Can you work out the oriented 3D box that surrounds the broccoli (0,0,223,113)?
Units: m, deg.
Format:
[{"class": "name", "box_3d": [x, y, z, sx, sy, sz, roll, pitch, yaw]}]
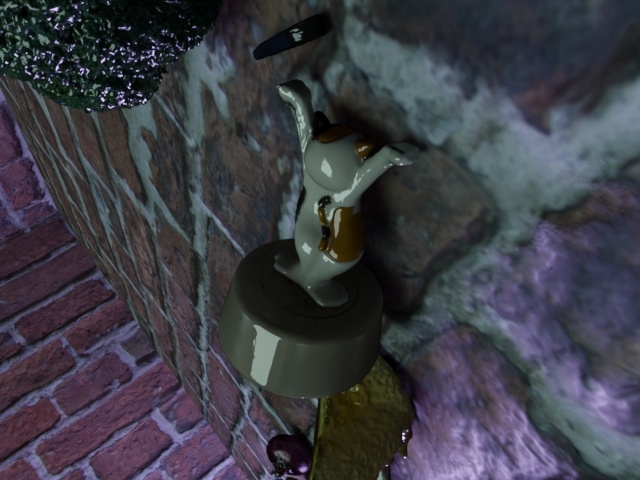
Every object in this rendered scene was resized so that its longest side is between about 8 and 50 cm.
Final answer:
[{"class": "broccoli", "box_3d": [-0.228, -0.277, 0.504, 0.297, 0.297, 0.298, -111, 7, -50]}]

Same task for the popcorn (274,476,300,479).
[{"class": "popcorn", "box_3d": [-0.064, 0.729, 1.432, 0.276, 0.226, 0.276, 19, 161, 7]}]

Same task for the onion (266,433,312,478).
[{"class": "onion", "box_3d": [-0.074, 0.495, 1.306, 0.115, 0.104, 0.115, 26, 145, 20]}]

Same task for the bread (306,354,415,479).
[{"class": "bread", "box_3d": [0.052, 0.229, 0.717, 0.132, 0.252, 0.174, 6, 141, 2]}]

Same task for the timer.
[{"class": "timer", "box_3d": [0.000, 0.000, 0.541, 0.175, 0.175, 0.266, 40, 135, 31]}]

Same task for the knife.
[{"class": "knife", "box_3d": [-0.032, -0.173, 0.496, 0.121, 0.031, 0.018, 18, 136, 62]}]

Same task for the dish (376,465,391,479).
[{"class": "dish", "box_3d": [0.087, 0.354, 0.910, 0.091, 0.039, 0.137, 7, 128, 53]}]
